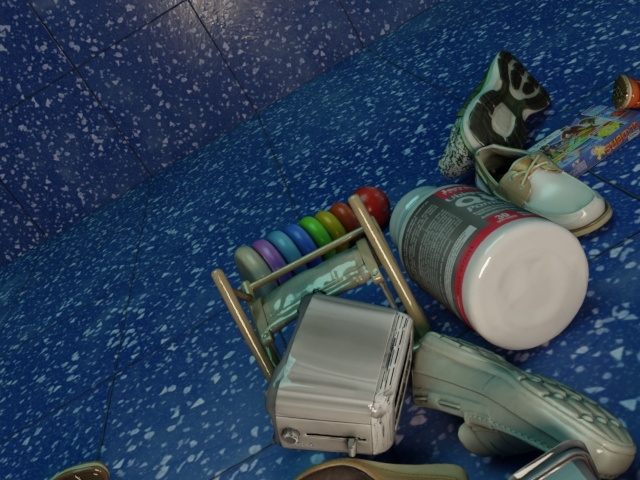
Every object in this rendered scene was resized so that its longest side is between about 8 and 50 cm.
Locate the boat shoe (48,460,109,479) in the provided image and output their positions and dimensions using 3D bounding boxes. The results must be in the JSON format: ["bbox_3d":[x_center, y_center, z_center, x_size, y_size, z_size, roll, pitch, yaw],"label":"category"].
[{"bbox_3d":[-0.430,0.413,1.202,0.190,0.068,0.072,-28,12,9],"label":"boat shoe"}]

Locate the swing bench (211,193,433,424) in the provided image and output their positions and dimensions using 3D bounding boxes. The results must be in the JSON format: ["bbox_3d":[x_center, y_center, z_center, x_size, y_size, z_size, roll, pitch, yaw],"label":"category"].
[{"bbox_3d":[0.013,0.111,1.079,0.253,0.255,0.165,-27,-15,7],"label":"swing bench"}]

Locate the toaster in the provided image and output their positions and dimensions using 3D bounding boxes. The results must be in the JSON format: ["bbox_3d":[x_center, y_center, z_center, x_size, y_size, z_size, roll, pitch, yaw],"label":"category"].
[{"bbox_3d":[0.032,0.160,0.893,0.146,0.129,0.227,8,43,13],"label":"toaster"}]

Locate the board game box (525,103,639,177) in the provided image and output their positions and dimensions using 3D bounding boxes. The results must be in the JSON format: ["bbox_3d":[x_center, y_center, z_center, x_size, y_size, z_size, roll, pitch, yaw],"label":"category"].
[{"bbox_3d":[0.462,-0.173,1.295,0.201,0.035,0.136,-34,24,-6],"label":"board game box"}]

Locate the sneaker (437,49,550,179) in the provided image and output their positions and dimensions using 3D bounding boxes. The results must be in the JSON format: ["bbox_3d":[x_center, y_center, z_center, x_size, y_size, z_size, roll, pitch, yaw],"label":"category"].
[{"bbox_3d":[0.343,-0.260,1.503,0.182,0.158,0.410,-36,8,44],"label":"sneaker"}]

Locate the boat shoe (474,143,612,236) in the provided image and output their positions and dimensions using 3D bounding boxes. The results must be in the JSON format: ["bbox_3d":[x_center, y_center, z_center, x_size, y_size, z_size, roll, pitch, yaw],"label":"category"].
[{"bbox_3d":[0.344,-0.086,1.182,0.113,0.103,0.302,-36,24,-10],"label":"boat shoe"}]

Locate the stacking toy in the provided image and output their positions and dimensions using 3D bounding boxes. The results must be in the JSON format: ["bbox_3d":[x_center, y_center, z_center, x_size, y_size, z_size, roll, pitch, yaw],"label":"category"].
[{"bbox_3d":[0.000,0.000,1.430,0.330,0.141,0.141,-31,22,-17],"label":"stacking toy"}]

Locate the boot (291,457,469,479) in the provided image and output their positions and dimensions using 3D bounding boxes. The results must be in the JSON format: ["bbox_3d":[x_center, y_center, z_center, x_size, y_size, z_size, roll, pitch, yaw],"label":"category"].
[{"bbox_3d":[0.040,0.330,0.751,0.248,0.090,0.207,-16,26,25],"label":"boot"}]

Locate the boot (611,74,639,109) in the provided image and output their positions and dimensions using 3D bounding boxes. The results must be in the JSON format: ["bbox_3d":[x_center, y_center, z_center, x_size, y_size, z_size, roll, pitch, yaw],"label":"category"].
[{"bbox_3d":[0.562,-0.260,1.266,0.084,0.059,0.158,10,19,18],"label":"boot"}]

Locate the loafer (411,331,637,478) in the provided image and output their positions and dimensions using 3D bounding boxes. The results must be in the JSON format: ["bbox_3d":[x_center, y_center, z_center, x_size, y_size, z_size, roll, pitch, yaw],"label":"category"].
[{"bbox_3d":[0.210,0.197,0.810,0.319,0.112,0.111,20,93,65],"label":"loafer"}]

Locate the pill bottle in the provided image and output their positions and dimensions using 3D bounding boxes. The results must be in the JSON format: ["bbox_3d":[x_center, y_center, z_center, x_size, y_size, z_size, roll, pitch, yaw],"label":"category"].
[{"bbox_3d":[0.219,0.017,1.040,0.176,0.176,0.318,-34,24,-6],"label":"pill bottle"}]

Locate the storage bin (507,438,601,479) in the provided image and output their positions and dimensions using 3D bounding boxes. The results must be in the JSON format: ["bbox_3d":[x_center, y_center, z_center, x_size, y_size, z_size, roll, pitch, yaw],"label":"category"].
[{"bbox_3d":[0.227,0.259,0.625,0.098,0.135,0.091,-32,33,-1],"label":"storage bin"}]
